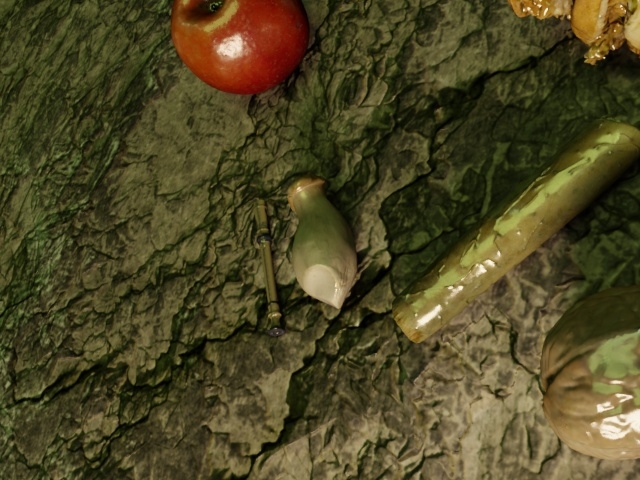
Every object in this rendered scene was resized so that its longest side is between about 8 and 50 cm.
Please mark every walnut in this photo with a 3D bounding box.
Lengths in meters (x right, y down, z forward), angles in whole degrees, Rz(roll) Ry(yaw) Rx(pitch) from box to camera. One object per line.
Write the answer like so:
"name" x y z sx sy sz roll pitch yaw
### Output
"walnut" 0.334 0.125 0.796 0.230 0.178 0.178 -17 60 21

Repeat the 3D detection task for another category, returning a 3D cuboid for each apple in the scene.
"apple" -0.133 -0.353 1.315 0.218 0.201 0.218 -9 69 25

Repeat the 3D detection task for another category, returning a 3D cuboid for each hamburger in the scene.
"hamburger" 0.346 -0.346 0.952 0.211 0.245 0.261 22 106 19

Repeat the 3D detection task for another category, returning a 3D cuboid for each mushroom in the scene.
"mushroom" -0.002 0.001 1.125 0.088 0.097 0.213 -33 53 31

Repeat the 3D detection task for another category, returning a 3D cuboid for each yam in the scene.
"yam" 0.238 -0.012 0.979 0.371 0.083 0.083 -44 51 11

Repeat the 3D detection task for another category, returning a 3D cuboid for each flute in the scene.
"flute" -0.081 0.036 1.209 0.027 0.027 0.233 -25 57 24
